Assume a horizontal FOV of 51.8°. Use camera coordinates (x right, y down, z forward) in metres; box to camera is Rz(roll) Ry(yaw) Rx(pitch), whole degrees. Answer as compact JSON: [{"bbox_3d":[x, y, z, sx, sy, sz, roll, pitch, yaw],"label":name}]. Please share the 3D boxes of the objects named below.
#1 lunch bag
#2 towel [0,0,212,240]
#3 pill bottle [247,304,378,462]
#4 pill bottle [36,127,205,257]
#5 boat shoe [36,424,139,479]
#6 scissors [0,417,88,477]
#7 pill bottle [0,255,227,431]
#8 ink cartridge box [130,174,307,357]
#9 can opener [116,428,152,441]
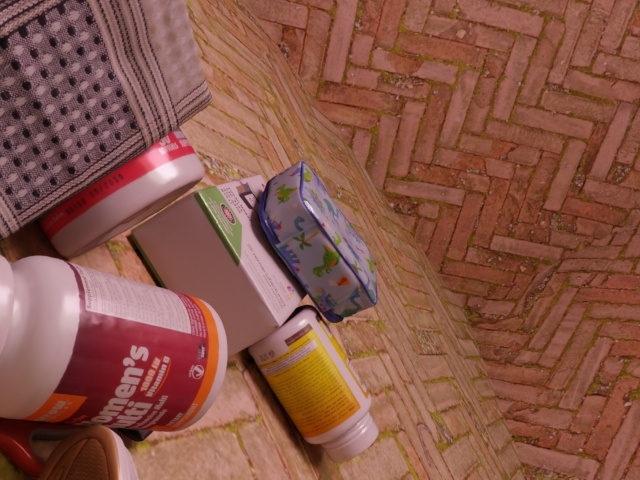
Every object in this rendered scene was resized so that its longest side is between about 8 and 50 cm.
[{"bbox_3d":[0.000,0.000,0.968,0.219,0.090,0.176,54,17,-24],"label":"lunch bag"},{"bbox_3d":[-0.214,-0.149,0.456,0.056,0.312,0.324,35,-31,29],"label":"towel"},{"bbox_3d":[-0.005,0.209,0.956,0.215,0.117,0.117,58,15,-4],"label":"pill bottle"},{"bbox_3d":[-0.274,-0.157,0.678,0.318,0.176,0.176,58,15,-6],"label":"pill bottle"},{"bbox_3d":[-0.144,0.272,0.456,0.096,0.098,0.277,38,35,-54],"label":"boat shoe"},{"bbox_3d":[-0.262,0.130,0.476,0.297,0.021,0.109,29,34,-63],"label":"scissors"},{"bbox_3d":[-0.190,0.081,0.514,0.221,0.121,0.121,23,37,-46],"label":"pill bottle"},{"bbox_3d":[-0.118,0.024,0.946,0.201,0.117,0.278,59,15,-3],"label":"ink cartridge box"},{"bbox_3d":[-0.204,0.103,0.638,0.186,0.059,0.073,57,16,-9],"label":"can opener"}]
